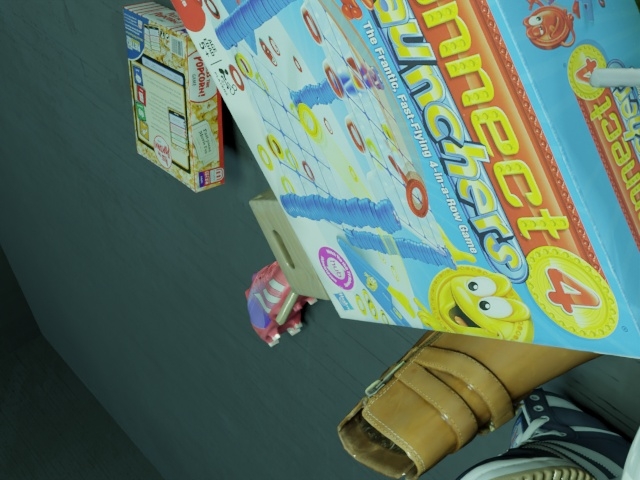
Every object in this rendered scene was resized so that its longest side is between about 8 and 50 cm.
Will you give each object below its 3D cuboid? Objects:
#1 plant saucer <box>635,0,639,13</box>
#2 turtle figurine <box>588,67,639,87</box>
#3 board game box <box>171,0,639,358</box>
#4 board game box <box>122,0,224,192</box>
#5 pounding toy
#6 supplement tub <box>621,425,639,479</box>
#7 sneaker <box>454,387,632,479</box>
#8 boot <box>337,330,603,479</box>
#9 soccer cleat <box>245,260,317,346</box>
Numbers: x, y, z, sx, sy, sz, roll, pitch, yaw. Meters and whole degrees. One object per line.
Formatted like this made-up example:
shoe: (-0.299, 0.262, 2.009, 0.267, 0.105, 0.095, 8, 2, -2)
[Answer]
plant saucer: (0.229, -0.071, 0.440, 0.241, 0.037, 0.241, 49, 174, 7)
turtle figurine: (0.205, 0.035, 0.252, 0.274, 0.198, 0.266, 29, 166, 5)
board game box: (0.055, -0.088, 0.541, 0.302, 0.086, 0.308, -1, 120, 60)
board game box: (-0.177, -0.174, 1.046, 0.147, 0.045, 0.193, 33, 133, 41)
pounding toy: (0.000, 0.000, 0.882, 0.100, 0.130, 0.141, 6, 124, 59)
supplement tub: (0.329, 0.166, 0.423, 0.316, 0.193, 0.194, 32, 145, 41)
sneaker: (0.167, 0.187, 0.692, 0.153, 0.282, 0.099, 34, 107, 51)
boot: (0.136, 0.080, 0.632, 0.109, 0.220, 0.283, 58, 154, -2)
soccer cleat: (-0.053, 0.060, 1.109, 0.095, 0.083, 0.248, 55, 157, 14)
